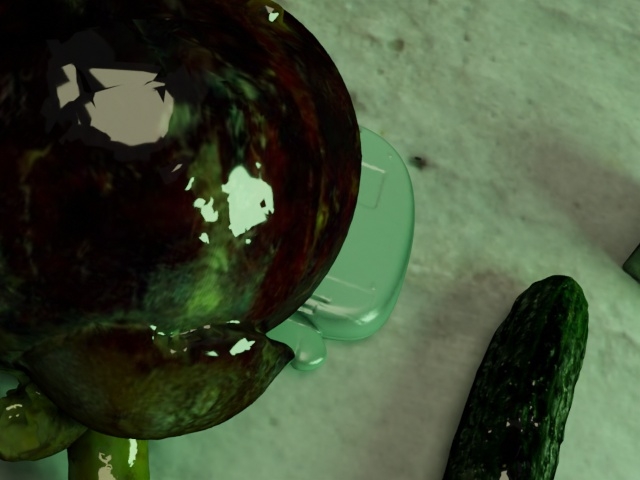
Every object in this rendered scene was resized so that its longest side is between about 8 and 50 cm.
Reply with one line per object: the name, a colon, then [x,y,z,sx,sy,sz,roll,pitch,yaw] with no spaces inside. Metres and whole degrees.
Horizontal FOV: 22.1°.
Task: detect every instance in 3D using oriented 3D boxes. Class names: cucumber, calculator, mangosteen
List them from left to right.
mangosteen: [-0.104,0.004,0.719,0.231,0.231,0.289,8,95,-12]
calculator: [0.000,0.000,0.843,0.095,0.021,0.153,21,55,-4]
cucumber: [0.094,0.100,0.799,0.058,0.052,0.214,34,55,-20]

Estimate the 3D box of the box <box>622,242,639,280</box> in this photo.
box: [0.208,-0.003,0.874,0.060,0.084,0.063,40,67,5]
